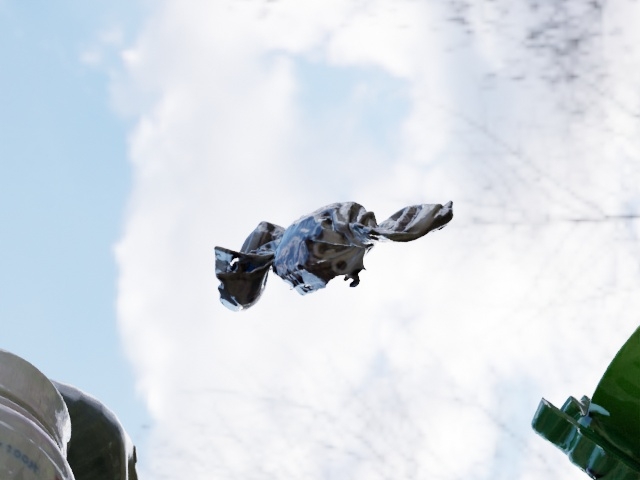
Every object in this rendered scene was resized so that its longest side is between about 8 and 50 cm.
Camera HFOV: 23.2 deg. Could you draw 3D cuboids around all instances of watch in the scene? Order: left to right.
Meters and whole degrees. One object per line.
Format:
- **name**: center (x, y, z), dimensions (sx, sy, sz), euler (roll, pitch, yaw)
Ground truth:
- **watch**: center (0.266, 0.123, 1.206), dimensions (0.152, 0.131, 0.165), euler (-55, -26, 7)

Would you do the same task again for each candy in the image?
- **candy**: center (0.000, 0.001, 0.980), dimensions (0.094, 0.226, 0.051), euler (-37, -77, -27)

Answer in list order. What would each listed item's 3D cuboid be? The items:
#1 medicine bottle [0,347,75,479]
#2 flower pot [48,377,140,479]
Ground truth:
- **medicine bottle**: center (-0.231, 0.187, 0.935), dimensions (0.293, 0.170, 0.170), euler (-92, -11, -65)
- **flower pot**: center (-0.221, 0.228, 1.247), dimensions (0.189, 0.157, 0.243), euler (-92, -5, -72)
